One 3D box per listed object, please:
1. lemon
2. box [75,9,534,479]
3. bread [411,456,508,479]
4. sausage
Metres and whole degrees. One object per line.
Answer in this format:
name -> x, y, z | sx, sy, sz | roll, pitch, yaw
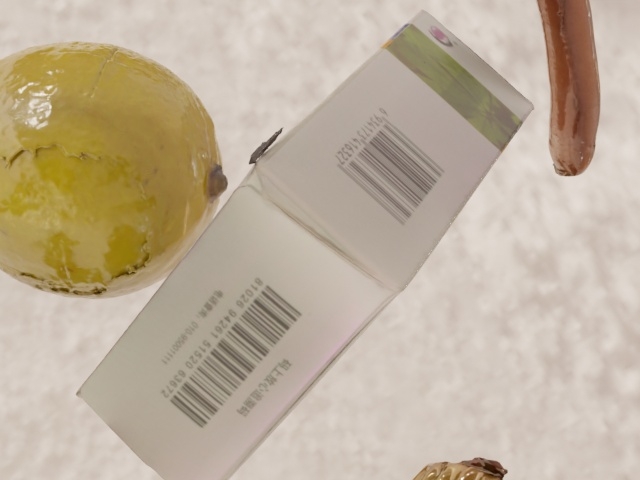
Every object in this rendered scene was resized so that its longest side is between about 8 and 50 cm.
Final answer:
lemon -> -0.254, -0.076, 1.716 | 0.297, 0.297, 0.297 | 38, 32, -29
box -> 0.000, 0.000, 0.971 | 0.106, 0.200, 0.299 | 42, 32, 1
bread -> 0.151, 0.289, 1.242 | 0.274, 0.274, 0.149 | 41, 71, -26
sausage -> 0.173, -0.130, 1.130 | 0.040, 0.047, 0.177 | -38, 123, -51
